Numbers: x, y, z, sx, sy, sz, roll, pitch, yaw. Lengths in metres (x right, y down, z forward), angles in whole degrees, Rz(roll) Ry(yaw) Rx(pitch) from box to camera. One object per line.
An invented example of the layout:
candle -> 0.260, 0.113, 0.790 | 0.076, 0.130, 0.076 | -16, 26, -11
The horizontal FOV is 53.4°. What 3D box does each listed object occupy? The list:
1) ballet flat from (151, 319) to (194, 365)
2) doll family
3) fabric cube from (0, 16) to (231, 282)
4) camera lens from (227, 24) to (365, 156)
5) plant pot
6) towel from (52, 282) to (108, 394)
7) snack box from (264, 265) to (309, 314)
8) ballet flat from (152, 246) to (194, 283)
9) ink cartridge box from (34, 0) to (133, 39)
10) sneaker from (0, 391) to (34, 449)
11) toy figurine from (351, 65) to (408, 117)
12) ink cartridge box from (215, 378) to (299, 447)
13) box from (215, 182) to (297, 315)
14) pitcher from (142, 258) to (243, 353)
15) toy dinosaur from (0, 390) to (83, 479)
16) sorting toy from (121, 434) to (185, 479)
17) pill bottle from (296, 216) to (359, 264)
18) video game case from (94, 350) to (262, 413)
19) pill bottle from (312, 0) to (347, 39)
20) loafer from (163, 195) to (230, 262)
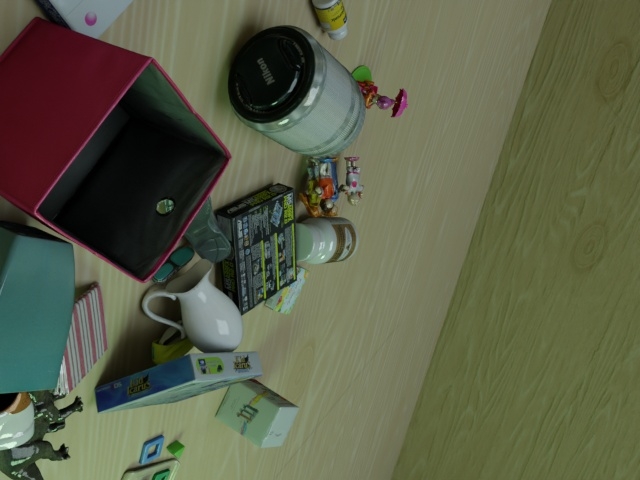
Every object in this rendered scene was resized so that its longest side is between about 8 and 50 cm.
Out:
ballet flat -> -0.302, 0.209, 1.493 | 0.231, 0.077, 0.077 | -35, 124, -40
doll family -> 0.019, -0.142, 1.725 | 0.263, 0.118, 0.163 | -16, 107, -60
fabric cube -> -0.343, -0.130, 0.951 | 0.254, 0.258, 0.259 | -59, 151, -13
camera lens -> -0.046, -0.307, 1.352 | 0.274, 0.219, 0.219 | 19, 95, -62
plant pot -> -0.490, 0.094, 0.988 | 0.166, 0.166, 0.234 | 18, 91, -62
towel -> -0.442, 0.174, 1.163 | 0.197, 0.029, 0.144 | -76, 167, -73
snack box -> -0.094, 0.136, 1.818 | 0.141, 0.037, 0.100 | -64, 153, -1
ballet flat -> -0.321, 0.055, 1.377 | 0.114, 0.041, 0.041 | -43, 145, -35
ink cartridge box -> -0.325, -0.502, 0.886 | 0.330, 0.071, 0.324 | -55, 150, -15
sneaker -> -0.592, 0.270, 0.959 | 0.290, 0.106, 0.123 | -9, 122, -33
toy figurine -> 0.151, -0.381, 1.693 | 0.173, 0.159, 0.130 | -21, 129, -52
ink cartridge box -> -0.177, 0.490, 1.811 | 0.127, 0.176, 0.128 | -64, 152, -2
box -> -0.149, 0.020, 1.559 | 0.216, 0.060, 0.270 | -32, 131, -44
pitcher -> -0.276, 0.167, 1.405 | 0.178, 0.125, 0.207 | -24, 120, -1
toy dinosaur -> -0.543, 0.353, 1.181 | 0.160, 0.121, 0.313 | 1, 117, -47
sorting toy -> -0.449, 0.662, 1.624 | 0.196, 0.047, 0.347 | 18, 96, -62
pill bottle -> 0.000, 0.000, 1.770 | 0.229, 0.131, 0.131 | -4, 115, -58
video game case -> -0.305, 0.307, 1.392 | 0.244, 0.270, 0.061 | 18, 54, -61
pill bottle -> 0.026, -0.521, 1.468 | 0.065, 0.065, 0.116 | -57, 152, -15
loafer -> -0.270, -0.059, 1.344 | 0.096, 0.084, 0.267 | -25, 138, -6
